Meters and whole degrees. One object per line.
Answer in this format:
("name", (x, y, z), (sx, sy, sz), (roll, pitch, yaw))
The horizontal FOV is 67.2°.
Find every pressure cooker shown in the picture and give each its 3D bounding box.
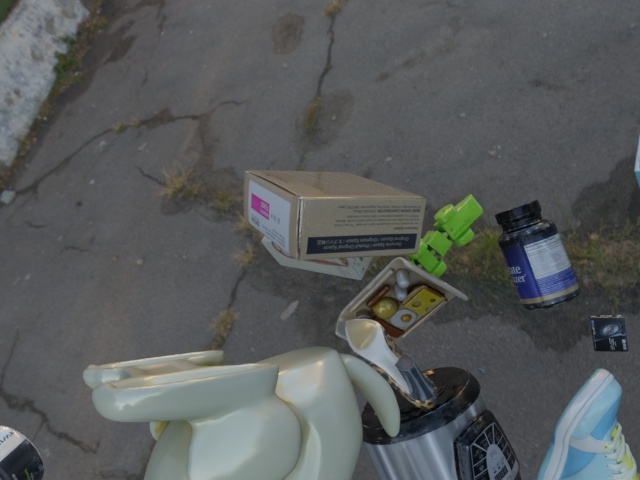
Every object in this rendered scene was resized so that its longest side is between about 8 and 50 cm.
("pressure cooker", (0.337, 0.604, 1.315), (0.369, 0.375, 0.421), (-24, 88, 13))

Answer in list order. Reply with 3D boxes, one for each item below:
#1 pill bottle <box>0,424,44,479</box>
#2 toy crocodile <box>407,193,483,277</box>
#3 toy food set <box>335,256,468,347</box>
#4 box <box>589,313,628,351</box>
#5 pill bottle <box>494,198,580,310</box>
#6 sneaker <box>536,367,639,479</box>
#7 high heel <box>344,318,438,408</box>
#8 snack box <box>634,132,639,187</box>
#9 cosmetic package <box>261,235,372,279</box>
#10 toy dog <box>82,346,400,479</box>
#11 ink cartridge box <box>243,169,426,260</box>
("pill bottle", (-0.528, 0.389, 0.671), (0.130, 0.130, 0.246), (-20, 14, 20))
("toy crocodile", (0.343, 0.001, 1.412), (0.340, 0.115, 0.105), (-48, 13, -7))
("toy food set", (0.213, 0.197, 1.292), (0.306, 0.219, 0.092), (-49, 24, 32))
("box", (0.642, 0.206, 1.072), (0.067, 0.018, 0.083), (-6, 104, 32))
("pill bottle", (0.461, 0.029, 1.040), (0.122, 0.123, 0.219), (-21, 86, 19))
("sneaker", (0.515, 0.381, 0.827), (0.127, 0.319, 0.208), (-27, 40, -32))
("high heel", (0.158, 0.289, 1.128), (0.093, 0.186, 0.261), (-42, 34, -14))
("snack box", (0.543, -0.225, 0.632), (0.187, 0.060, 0.322), (5, 72, 42))
("cosmetic package", (0.000, 0.000, 1.378), (0.296, 0.129, 0.153), (6, 57, 36))
("toy dog", (-0.089, 0.334, 0.536), (0.284, 0.395, 0.408), (-13, 78, 52))
("ink cartridge box", (0.009, -0.047, 0.725), (0.234, 0.193, 0.088), (-146, 57, -60))
